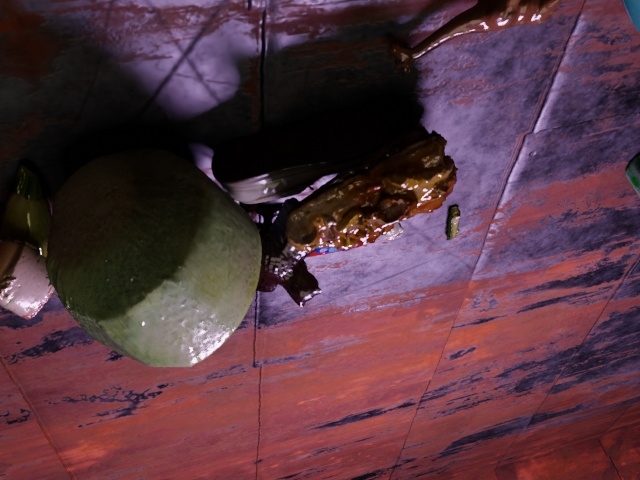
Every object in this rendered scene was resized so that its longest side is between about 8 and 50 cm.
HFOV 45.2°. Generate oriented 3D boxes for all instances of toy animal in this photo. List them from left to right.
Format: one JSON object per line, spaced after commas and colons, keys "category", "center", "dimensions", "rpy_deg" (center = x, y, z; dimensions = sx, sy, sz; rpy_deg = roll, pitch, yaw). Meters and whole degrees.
{"category": "toy animal", "center": [-0.082, 0.036, 1.308], "dimensions": [0.218, 0.180, 0.116], "rpy_deg": [-41, 167, 27]}
{"category": "toy animal", "center": [0.225, -0.320, 1.066], "dimensions": [0.224, 0.066, 0.230], "rpy_deg": [-3, 148, -24]}

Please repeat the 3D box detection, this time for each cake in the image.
{"category": "cake", "center": [-0.502, 0.059, 1.131], "dimensions": [0.225, 0.090, 0.109], "rpy_deg": [-2, 152, 27]}

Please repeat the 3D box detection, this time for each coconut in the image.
{"category": "coconut", "center": [-0.233, 0.031, 1.112], "dimensions": [0.281, 0.328, 0.328], "rpy_deg": [-39, 145, 1]}

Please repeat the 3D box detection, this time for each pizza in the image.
{"category": "pizza", "center": [0.103, -0.071, 1.211], "dimensions": [0.277, 0.114, 0.408], "rpy_deg": [-32, 174, 36]}

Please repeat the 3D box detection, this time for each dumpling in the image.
{"category": "dumpling", "center": [0.114, -0.027, 1.428], "dimensions": [0.057, 0.052, 0.076], "rpy_deg": [-50, 148, 20]}

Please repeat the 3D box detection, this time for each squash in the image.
{"category": "squash", "center": [-0.434, -0.023, 1.128], "dimensions": [0.075, 0.090, 0.200], "rpy_deg": [-38, 158, -39]}

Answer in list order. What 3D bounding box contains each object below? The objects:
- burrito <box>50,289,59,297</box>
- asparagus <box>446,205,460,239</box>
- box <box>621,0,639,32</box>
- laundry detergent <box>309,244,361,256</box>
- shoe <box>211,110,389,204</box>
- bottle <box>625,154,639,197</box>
{"category": "burrito", "center": [-0.345, 0.060, 1.301], "dimensions": [0.309, 0.066, 0.096], "rpy_deg": [-4, 141, -28]}
{"category": "asparagus", "center": [0.264, -0.029, 1.534], "dimensions": [0.025, 0.021, 0.108], "rpy_deg": [-16, 146, -8]}
{"category": "box", "center": [0.550, -0.432, 1.028], "dimensions": [0.311, 0.118, 0.205], "rpy_deg": [-31, 143, 14]}
{"category": "laundry detergent", "center": [0.000, 0.000, 1.417], "dimensions": [0.165, 0.049, 0.097], "rpy_deg": [-13, 150, -6]}
{"category": "shoe", "center": [-0.026, -0.122, 1.185], "dimensions": [0.274, 0.103, 0.098], "rpy_deg": [-13, 146, 0]}
{"category": "bottle", "center": [0.711, -0.031, 1.487], "dimensions": [0.093, 0.330, 0.093], "rpy_deg": [-14, 145, -10]}
